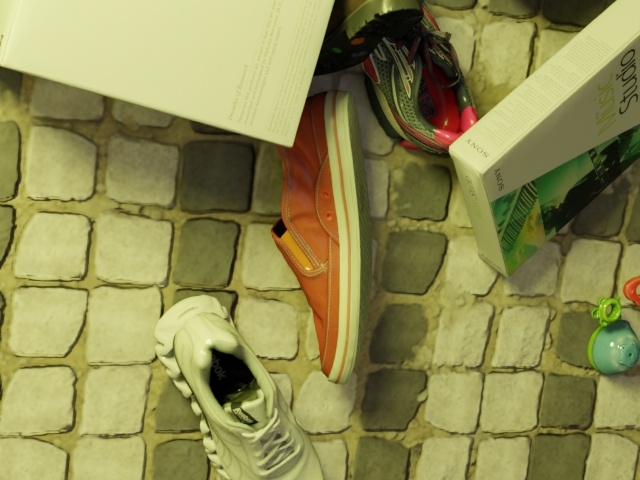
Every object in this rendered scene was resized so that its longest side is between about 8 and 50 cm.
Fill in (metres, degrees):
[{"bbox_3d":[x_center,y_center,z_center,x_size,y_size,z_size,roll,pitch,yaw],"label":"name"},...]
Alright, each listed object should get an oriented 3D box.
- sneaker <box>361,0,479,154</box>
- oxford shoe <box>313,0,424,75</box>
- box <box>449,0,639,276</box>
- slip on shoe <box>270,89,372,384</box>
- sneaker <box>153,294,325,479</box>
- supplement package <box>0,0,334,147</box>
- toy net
[{"bbox_3d":[0.083,-0.226,1.459,0.121,0.112,0.299,-38,113,-11],"label":"sneaker"},{"bbox_3d":[0.016,-0.228,1.391,0.083,0.227,0.096,-5,76,-41],"label":"oxford shoe"},{"bbox_3d":[0.292,-0.128,1.541,0.322,0.058,0.232,-40,148,-9],"label":"box"},{"bbox_3d":[0.000,0.000,1.487,0.101,0.123,0.331,-3,111,10],"label":"slip on shoe"},{"bbox_3d":[-0.076,0.197,1.484,0.110,0.118,0.292,-37,115,-14],"label":"sneaker"},{"bbox_3d":[-0.162,-0.217,1.317,0.293,0.177,0.175,14,96,-26],"label":"supplement package"},{"bbox_3d":[0.434,0.080,1.722,0.232,0.045,0.122,-24,108,-19],"label":"toy net"}]
